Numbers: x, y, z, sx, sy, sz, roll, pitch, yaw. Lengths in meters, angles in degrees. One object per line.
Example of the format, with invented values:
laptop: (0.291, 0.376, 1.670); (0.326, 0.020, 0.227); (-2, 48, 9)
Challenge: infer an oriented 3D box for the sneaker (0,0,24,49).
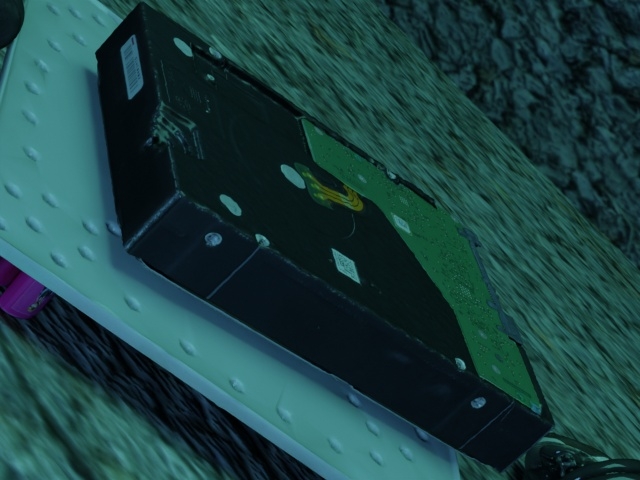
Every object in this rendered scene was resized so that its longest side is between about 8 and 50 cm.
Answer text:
sneaker: (-0.289, -0.138, 1.091); (0.228, 0.086, 0.132); (16, 33, -25)

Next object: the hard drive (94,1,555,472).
hard drive: (0.000, 0.000, 1.218); (0.339, 0.064, 0.237); (31, 25, -31)

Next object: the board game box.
board game box: (-0.071, 0.012, 1.223); (0.390, 0.050, 0.390); (37, 22, -22)

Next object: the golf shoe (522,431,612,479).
golf shoe: (0.256, 0.226, 1.517); (0.198, 0.077, 0.094); (41, 14, -10)

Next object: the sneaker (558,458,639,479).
sneaker: (0.295, 0.257, 1.421); (0.295, 0.104, 0.147); (23, 31, -33)
